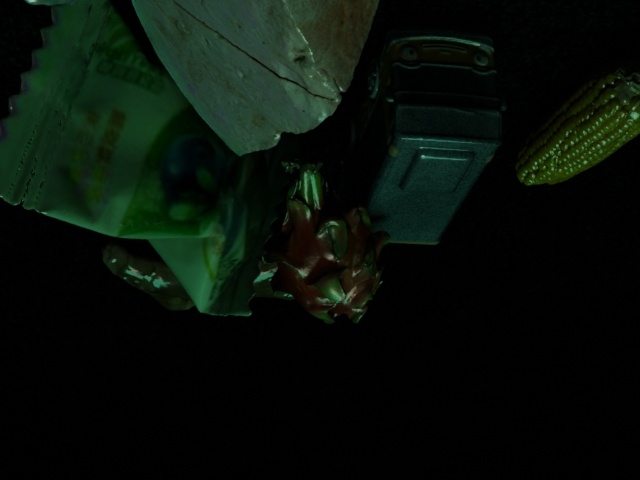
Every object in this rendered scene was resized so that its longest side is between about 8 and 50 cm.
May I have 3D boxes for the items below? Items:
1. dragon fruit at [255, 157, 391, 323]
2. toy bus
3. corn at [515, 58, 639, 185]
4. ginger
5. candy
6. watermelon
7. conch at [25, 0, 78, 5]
[{"bbox_3d":[-0.003,0.003,1.313,0.135,0.137,0.236,8,147,29],"label":"dragon fruit"},{"bbox_3d":[0.114,-0.116,1.343,0.138,0.167,0.275,3,152,-11],"label":"toy bus"},{"bbox_3d":[0.334,-0.143,1.398,0.097,0.097,0.261,9,152,-23],"label":"corn"},{"bbox_3d":[-0.165,0.061,1.750,0.333,0.080,0.166,-4,141,-5],"label":"ginger"},{"bbox_3d":[-0.188,-0.095,1.243,0.172,0.263,0.398,-4,156,28],"label":"candy"},{"bbox_3d":[-0.032,-0.267,1.031,0.319,0.222,0.292,57,157,-19],"label":"watermelon"},{"bbox_3d":[-0.258,-0.310,0.884,0.277,0.220,0.195,49,144,-7],"label":"conch"}]
